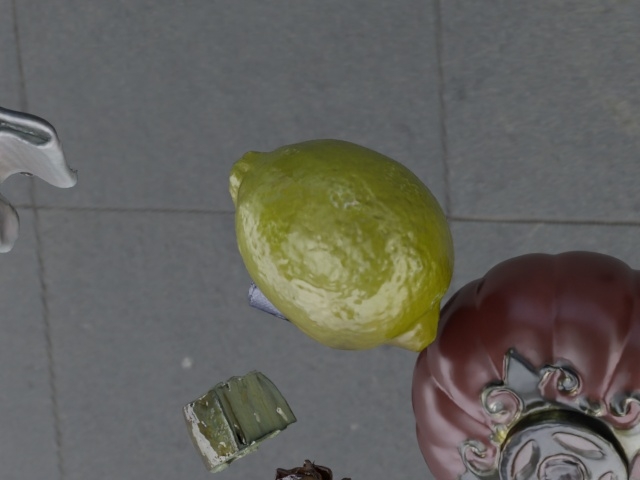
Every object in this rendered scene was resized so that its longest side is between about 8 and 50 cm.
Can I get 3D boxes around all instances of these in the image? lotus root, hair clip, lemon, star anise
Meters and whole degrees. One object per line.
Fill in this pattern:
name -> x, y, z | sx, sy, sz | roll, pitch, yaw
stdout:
lotus root -> -0.144, 0.302, 2.059 | 0.138, 0.235, 0.119 | -36, 80, 15
hair clip -> -0.223, -0.080, 0.627 | 0.218, 0.071, 0.159 | 42, 163, 10
lemon -> 0.019, -0.002, 1.129 | 0.248, 0.184, 0.184 | 43, 121, 6
star anise -> 0.001, 0.502, 2.320 | 0.190, 0.220, 0.125 | 24, 95, 30

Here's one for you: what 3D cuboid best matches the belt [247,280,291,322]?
belt -> 0.000, 0.000, 1.599 | 0.126, 0.139, 0.230 | 22, 74, 1

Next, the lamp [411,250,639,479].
lamp -> 0.237, 0.155, 1.185 | 0.303, 0.257, 0.303 | 5, 113, 11
